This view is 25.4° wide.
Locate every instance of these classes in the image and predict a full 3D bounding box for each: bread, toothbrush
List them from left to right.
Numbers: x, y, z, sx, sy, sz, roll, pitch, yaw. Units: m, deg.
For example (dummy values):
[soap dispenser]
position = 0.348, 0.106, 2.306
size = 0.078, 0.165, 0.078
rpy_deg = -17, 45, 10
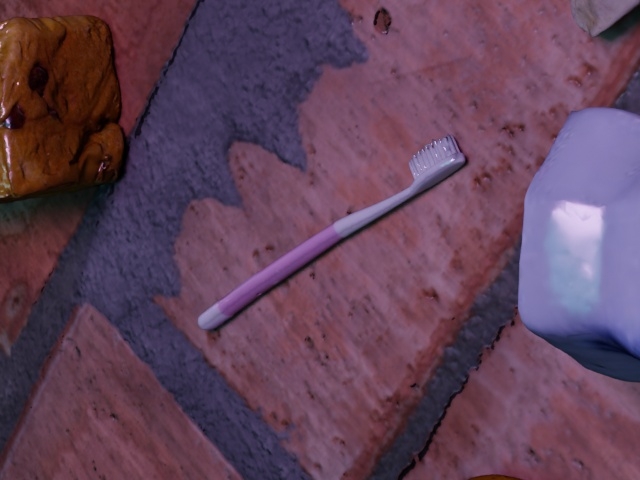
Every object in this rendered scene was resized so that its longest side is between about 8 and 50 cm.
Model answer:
[bread]
position = -0.258, -0.100, 1.180
size = 0.158, 0.143, 0.149
rpy_deg = -15, 87, 35
[toothbrush]
position = 0.000, 0.000, 1.066
size = 0.286, 0.020, 0.025
rpy_deg = -34, 66, 35

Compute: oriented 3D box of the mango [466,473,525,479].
[mango]
position = 0.124, 0.201, 0.969
size = 0.114, 0.060, 0.080
rpy_deg = -22, 85, 34

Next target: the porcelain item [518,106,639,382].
[porcelain item]
position = 0.312, 0.024, 0.691
size = 0.405, 0.242, 0.178
rpy_deg = 10, 76, 37

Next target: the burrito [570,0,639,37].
[burrito]
position = 0.219, -0.212, 0.837
size = 0.226, 0.060, 0.087
rpy_deg = -45, 74, 32
